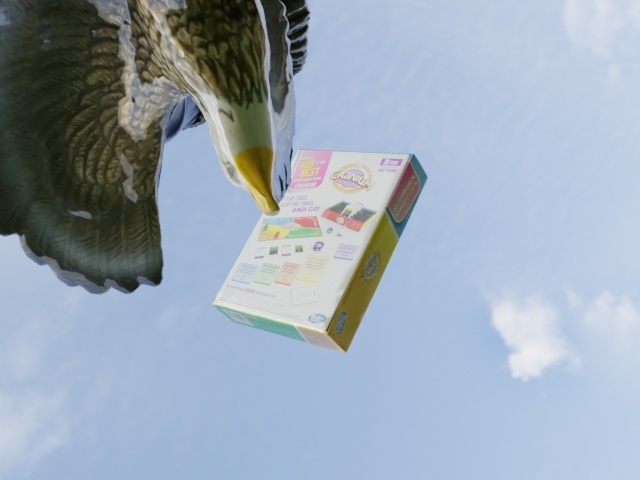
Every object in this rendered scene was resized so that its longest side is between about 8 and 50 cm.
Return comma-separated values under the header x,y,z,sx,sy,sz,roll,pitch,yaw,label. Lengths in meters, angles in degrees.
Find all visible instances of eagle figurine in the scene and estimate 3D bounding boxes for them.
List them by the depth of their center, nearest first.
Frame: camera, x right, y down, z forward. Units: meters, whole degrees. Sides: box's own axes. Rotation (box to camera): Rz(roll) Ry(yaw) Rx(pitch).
x,y,z,sx,sy,sz,roll,pitch,yaw,label
-0.073,-0.104,0.381,0.226,0.298,0.225,17,-113,-18,eagle figurine

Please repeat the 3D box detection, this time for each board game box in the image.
x,y,z,sx,sy,sz,roll,pitch,yaw,label
0.000,0.000,1.071,0.064,0.242,0.317,48,-119,-43,board game box

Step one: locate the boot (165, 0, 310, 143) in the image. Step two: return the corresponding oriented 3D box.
x,y,z,sx,sy,sz,roll,pitch,yaw,label
-0.112,-0.179,0.635,0.260,0.348,0.131,-31,-76,-15,boot
